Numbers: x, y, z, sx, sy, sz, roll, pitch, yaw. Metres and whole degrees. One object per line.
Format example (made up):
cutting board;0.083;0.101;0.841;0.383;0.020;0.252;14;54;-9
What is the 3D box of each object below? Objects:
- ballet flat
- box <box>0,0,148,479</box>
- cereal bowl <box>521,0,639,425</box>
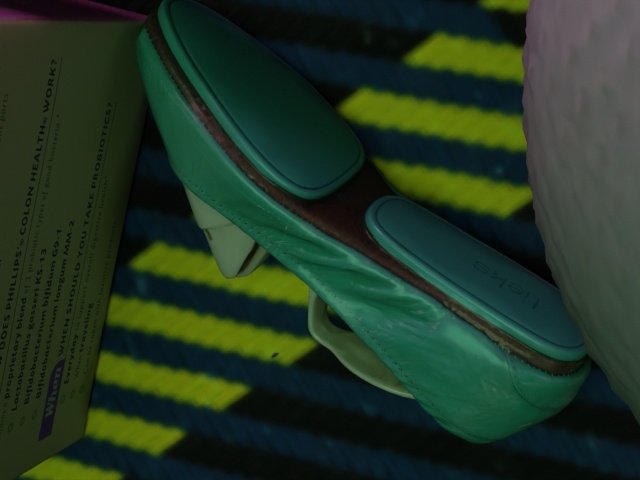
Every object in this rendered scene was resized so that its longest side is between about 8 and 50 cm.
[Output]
ballet flat;0.000;0.000;0.594;0.247;0.083;0.087;40;121;10
box;-0.183;0.000;0.562;0.117;0.243;0.213;16;103;14
cereal bowl;0.200;-0.074;0.433;0.339;0.141;0.339;-10;115;-23
